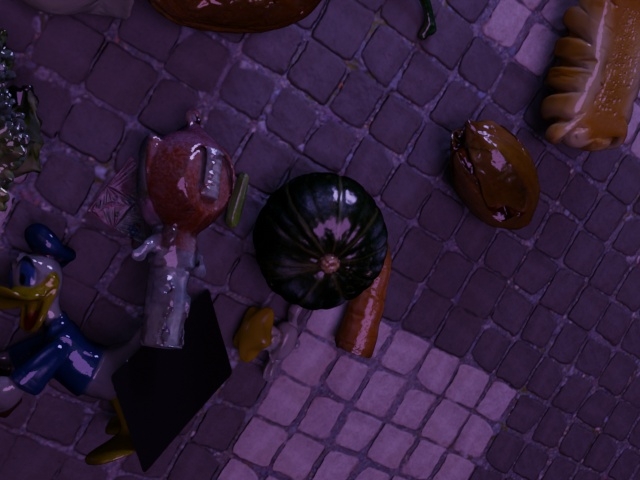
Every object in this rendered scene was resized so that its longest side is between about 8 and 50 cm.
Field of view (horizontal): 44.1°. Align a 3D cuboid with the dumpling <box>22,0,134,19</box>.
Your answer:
[{"bbox_3d":[-0.331,-0.358,0.986,0.229,0.151,0.124,22,69,-26],"label":"dumpling"}]

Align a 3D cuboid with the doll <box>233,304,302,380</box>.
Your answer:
[{"bbox_3d":[-0.074,0.153,1.289,0.135,0.071,0.113,-47,125,-10],"label":"doll"}]

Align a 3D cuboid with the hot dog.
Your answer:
[{"bbox_3d":[-0.131,-0.384,1.079,0.272,0.122,0.196,-5,105,-18],"label":"hot dog"}]

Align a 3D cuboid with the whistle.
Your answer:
[{"bbox_3d":[-0.200,-0.022,1.113,0.134,0.142,0.346,2,78,15],"label":"whistle"}]

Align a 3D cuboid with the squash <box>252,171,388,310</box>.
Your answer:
[{"bbox_3d":[-0.001,0.001,1.212,0.218,0.172,0.218,-9,115,-20],"label":"squash"}]

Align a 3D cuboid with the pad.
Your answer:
[{"bbox_3d":[-0.213,0.198,1.171,0.009,0.265,0.159,-3,112,24],"label":"pad"}]

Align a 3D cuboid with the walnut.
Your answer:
[{"bbox_3d":[0.294,-0.111,1.337,0.137,0.137,0.245,-38,119,-9],"label":"walnut"}]

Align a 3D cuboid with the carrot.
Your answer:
[{"bbox_3d":[0.084,0.093,1.341,0.072,0.072,0.205,17,91,-26],"label":"carrot"}]

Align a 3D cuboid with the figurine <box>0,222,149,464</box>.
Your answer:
[{"bbox_3d":[-0.385,0.144,1.123,0.284,0.204,0.338,-11,97,-13],"label":"figurine"}]

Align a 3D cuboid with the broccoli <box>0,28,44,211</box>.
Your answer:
[{"bbox_3d":[-0.509,-0.147,0.909,0.338,0.277,0.317,-34,135,-2],"label":"broccoli"}]

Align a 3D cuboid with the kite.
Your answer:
[{"bbox_3d":[-0.268,-0.059,1.175,0.153,0.005,0.137,-12,110,-21],"label":"kite"}]

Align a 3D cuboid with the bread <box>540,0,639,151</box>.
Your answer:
[{"bbox_3d":[0.476,-0.309,1.356,0.173,0.121,0.311,7,102,-28],"label":"bread"}]

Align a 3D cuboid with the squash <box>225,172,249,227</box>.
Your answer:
[{"bbox_3d":[-0.128,-0.062,1.221,0.027,0.027,0.089,16,93,-26],"label":"squash"}]

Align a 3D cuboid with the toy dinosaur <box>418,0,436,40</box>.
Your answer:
[{"bbox_3d":[0.105,-0.541,1.153,0.301,0.087,0.447,7,109,-24],"label":"toy dinosaur"}]
